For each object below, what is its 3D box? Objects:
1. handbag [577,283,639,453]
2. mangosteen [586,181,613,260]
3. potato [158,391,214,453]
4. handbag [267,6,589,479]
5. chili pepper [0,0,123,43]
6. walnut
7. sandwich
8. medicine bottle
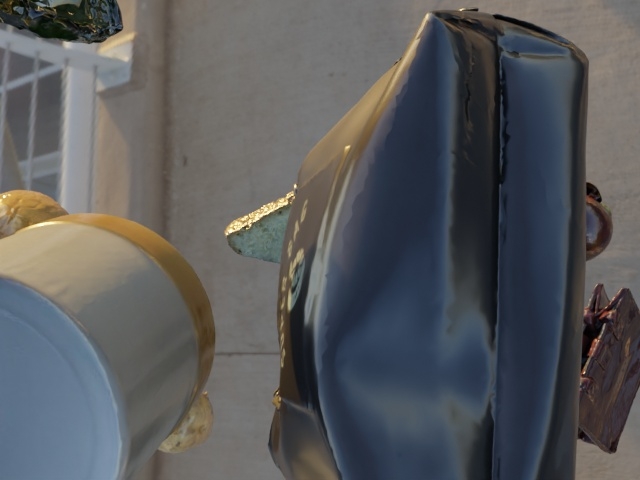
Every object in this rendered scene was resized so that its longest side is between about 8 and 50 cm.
[{"bbox_3d":[0.514,0.237,1.370,0.084,0.275,0.260,18,76,40],"label":"handbag"},{"bbox_3d":[0.549,-0.034,1.573,0.145,0.182,0.155,48,138,29],"label":"mangosteen"},{"bbox_3d":[-0.254,0.300,1.329,0.128,0.234,0.161,-40,63,-8],"label":"potato"},{"bbox_3d":[0.037,0.034,0.512,0.288,0.152,0.342,158,121,-66],"label":"handbag"},{"bbox_3d":[-0.238,-0.248,0.511,0.116,0.264,0.148,-30,26,-8],"label":"chili pepper"},{"bbox_3d":[-0.351,0.015,0.861,0.144,0.180,0.144,2,104,8],"label":"walnut"},{"bbox_3d":[0.000,0.002,1.437,0.289,0.254,0.099,-30,22,11],"label":"sandwich"},{"bbox_3d":[-0.234,0.110,0.640,0.238,0.232,0.237,2,102,9],"label":"medicine bottle"}]
